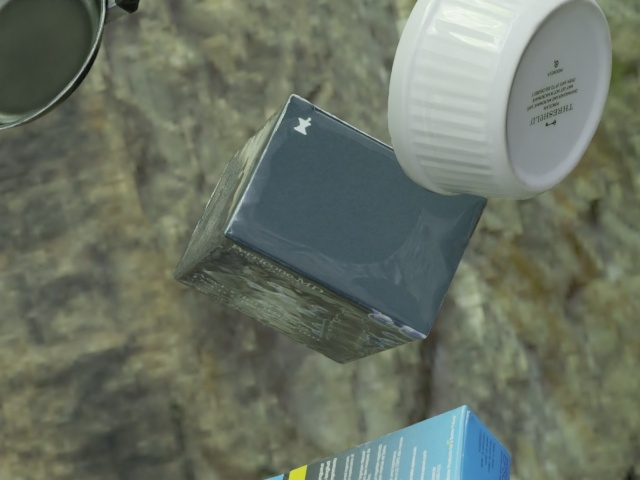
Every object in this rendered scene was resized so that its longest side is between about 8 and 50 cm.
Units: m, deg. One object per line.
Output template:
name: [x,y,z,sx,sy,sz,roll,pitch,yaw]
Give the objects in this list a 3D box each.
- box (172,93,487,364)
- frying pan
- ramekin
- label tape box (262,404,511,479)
box: [0.000,0.000,2.052,0.212,0.293,0.395,-65,9,-16]
frying pan: [-0.226,-0.224,1.368,0.197,0.326,0.053,54,-174,32]
ramekin: [0.202,-0.168,1.602,0.273,0.127,0.273,-26,-54,-44]
label tape box: [0.045,0.353,1.706,0.106,0.333,0.240,48,-146,-29]
